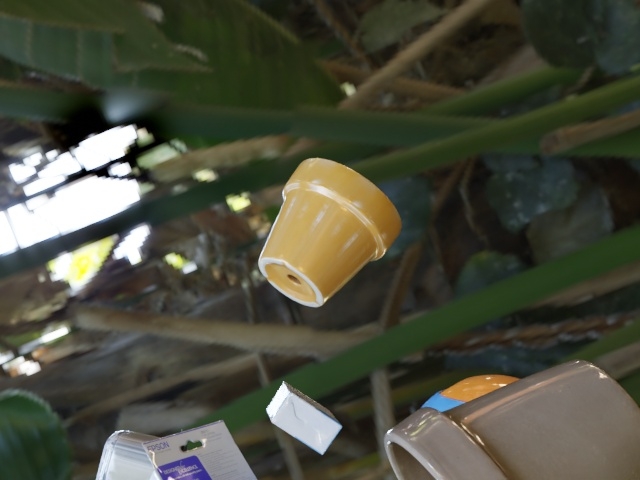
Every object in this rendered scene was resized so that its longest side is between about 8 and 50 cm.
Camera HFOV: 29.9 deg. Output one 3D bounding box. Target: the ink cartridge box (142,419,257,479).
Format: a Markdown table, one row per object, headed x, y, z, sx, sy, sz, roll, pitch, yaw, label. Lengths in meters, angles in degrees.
| x | y | z | sx | sy | sz | roll | pitch | yaw | label |
| --- | --- | --- | --- | --- | --- | --- | --- | --- | --- |
| -0.176 | 0.398 | 1.901 | 0.206 | 0.045 | 0.208 | -5 | -122 | -56 | ink cartridge box |

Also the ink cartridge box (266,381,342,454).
| x | y | z | sx | sy | sz | roll | pitch | yaw | label |
| --- | --- | --- | --- | --- | --- | --- | --- | --- | --- |
| -0.031 | 0.298 | 2.034 | 0.104 | 0.060 | 0.180 | 33 | 176 | -5 | ink cartridge box |

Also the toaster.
| x | y | z | sx | sy | sz | roll | pitch | yaw | label |
| --- | --- | --- | --- | --- | --- | --- | --- | --- | --- |
| -0.348 | 0.460 | 2.311 | 0.129 | 0.147 | 0.226 | -46 | -30 | -82 | toaster |

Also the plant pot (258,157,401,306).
| x | y | z | sx | sy | sz | roll | pitch | yaw | label |
| --- | --- | --- | --- | --- | --- | --- | --- | --- | --- |
| 0.000 | 0.000 | 1.990 | 0.205 | 0.188 | 0.205 | 29 | 157 | 14 | plant pot |

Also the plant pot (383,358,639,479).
| x | y | z | sx | sy | sz | roll | pitch | yaw | label |
| --- | --- | --- | --- | --- | --- | --- | --- | --- | --- |
| 0.234 | 0.252 | 1.287 | 0.263 | 0.229 | 0.263 | 53 | 167 | 18 | plant pot |

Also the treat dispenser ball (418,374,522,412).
| x | y | z | sx | sy | sz | roll | pitch | yaw | label |
| --- | --- | --- | --- | --- | --- | --- | --- | --- | --- |
| 0.262 | 0.347 | 1.818 | 0.288 | 0.288 | 0.288 | -22 | -90 | -82 | treat dispenser ball |
